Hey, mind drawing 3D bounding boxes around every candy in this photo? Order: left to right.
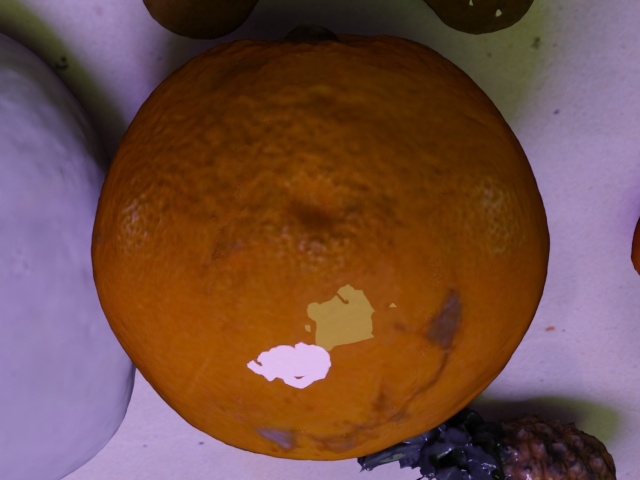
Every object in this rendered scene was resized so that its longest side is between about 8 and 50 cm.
[{"bbox_3d":[-0.315,0.055,0.800,0.386,0.186,0.426,-24,129,5],"label":"candy"}]

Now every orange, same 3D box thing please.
[{"bbox_3d":[0.000,0.000,0.721,0.312,0.312,0.312,-3,125,-5],"label":"orange"}]

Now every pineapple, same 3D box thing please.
[{"bbox_3d":[0.154,0.212,1.004,0.248,0.128,0.128,20,120,-14],"label":"pineapple"}]

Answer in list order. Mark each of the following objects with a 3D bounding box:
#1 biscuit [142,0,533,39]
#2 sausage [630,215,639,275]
[{"bbox_3d":[-0.052,-0.262,0.674,0.432,0.064,0.283,-1,134,-5],"label":"biscuit"},{"bbox_3d":[0.350,-0.094,0.826,0.102,0.102,0.330,13,123,-15],"label":"sausage"}]
